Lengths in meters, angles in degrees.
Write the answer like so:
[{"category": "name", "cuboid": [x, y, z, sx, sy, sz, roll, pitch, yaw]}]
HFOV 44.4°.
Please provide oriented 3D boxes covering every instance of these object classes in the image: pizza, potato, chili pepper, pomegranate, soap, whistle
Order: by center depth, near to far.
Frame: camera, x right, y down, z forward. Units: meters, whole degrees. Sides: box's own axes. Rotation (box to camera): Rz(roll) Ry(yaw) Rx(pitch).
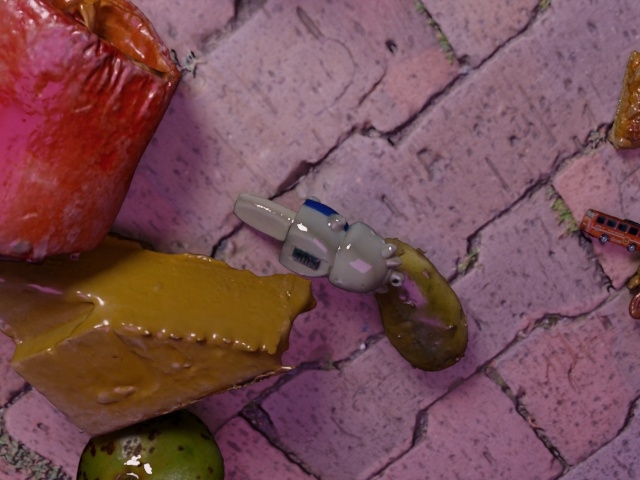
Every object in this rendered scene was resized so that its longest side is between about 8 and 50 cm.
[{"category": "chili pepper", "cuboid": [-0.301, -0.140, 0.845, 0.251, 0.229, 0.305, 31, 107, -13]}, {"category": "soap", "cuboid": [-0.214, 0.059, 0.959, 0.338, 0.169, 0.304, -22, 125, 15]}, {"category": "whistle", "cuboid": [0.000, 0.000, 1.028, 0.244, 0.092, 0.110, 25, 136, 6]}, {"category": "pizza", "cuboid": [0.460, -0.196, 1.065, 0.134, 0.046, 0.175, 37, 104, -24]}, {"category": "potato", "cuboid": [0.136, 0.093, 1.118, 0.117, 0.090, 0.226, -27, 111, 10]}, {"category": "pomegranate", "cuboid": [-0.235, 0.343, 1.125, 0.210, 0.211, 0.263, -22, 162, 0]}]

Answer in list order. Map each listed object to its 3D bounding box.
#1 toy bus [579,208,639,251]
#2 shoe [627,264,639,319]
[{"category": "toy bus", "cuboid": [0.438, -0.014, 1.159, 0.110, 0.031, 0.043, 16, 105, -17]}, {"category": "shoe", "cuboid": [0.508, 0.073, 1.190, 0.069, 0.072, 0.109, -24, 148, -32]}]
